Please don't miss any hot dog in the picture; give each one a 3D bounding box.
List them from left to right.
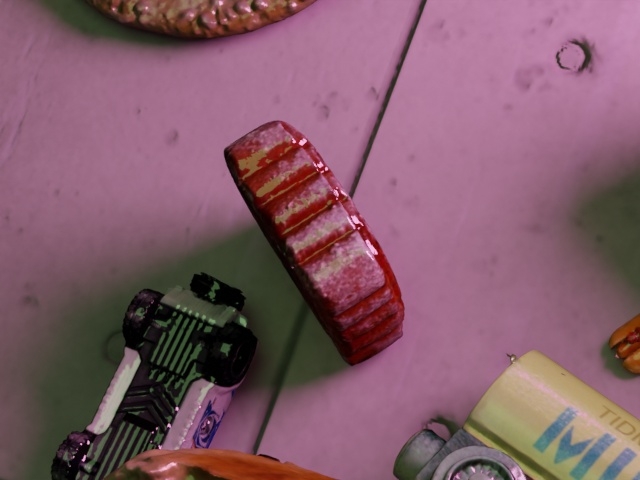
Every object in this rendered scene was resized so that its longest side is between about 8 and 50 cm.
[{"bbox_3d":[0.219,0.052,1.189,0.083,0.021,0.037,-34,66,0],"label":"hot dog"}]

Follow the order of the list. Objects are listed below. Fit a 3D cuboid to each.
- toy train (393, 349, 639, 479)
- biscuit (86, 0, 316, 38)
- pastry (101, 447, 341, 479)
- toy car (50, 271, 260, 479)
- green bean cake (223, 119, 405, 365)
[{"bbox_3d":[0.173,0.169,1.118,0.253,0.105,0.157,35,66,23],"label":"toy train"},{"bbox_3d":[-0.065,-0.207,1.352,0.289,0.038,0.141,-6,68,13],"label":"biscuit"},{"bbox_3d":[-0.020,0.237,1.095,0.256,0.170,0.237,15,104,16],"label":"pastry"},{"bbox_3d":[-0.098,0.101,1.216,0.080,0.070,0.171,20,76,20],"label":"toy car"},{"bbox_3d":[0.000,0.000,1.199,0.056,0.135,0.136,-32,65,-2],"label":"green bean cake"}]
